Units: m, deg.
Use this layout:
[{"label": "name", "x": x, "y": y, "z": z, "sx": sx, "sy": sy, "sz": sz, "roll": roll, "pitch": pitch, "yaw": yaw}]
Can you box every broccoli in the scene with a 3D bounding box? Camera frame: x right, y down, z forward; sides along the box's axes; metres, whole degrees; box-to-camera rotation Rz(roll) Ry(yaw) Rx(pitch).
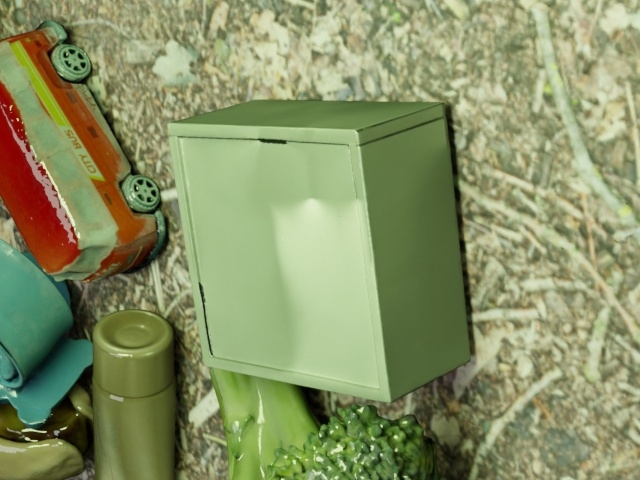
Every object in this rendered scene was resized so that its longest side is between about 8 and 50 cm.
[{"label": "broccoli", "x": -0.054, "y": 0.251, "z": 1.318, "sx": 0.302, "sy": 0.249, "sz": 0.375, "roll": 56, "pitch": 140, "yaw": 9}]

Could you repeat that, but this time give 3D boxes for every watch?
[{"label": "watch", "x": -0.336, "y": 0.078, "z": 1.534, "sx": 0.211, "sy": 0.211, "sz": 0.193, "roll": 46, "pitch": 158, "yaw": 22}]

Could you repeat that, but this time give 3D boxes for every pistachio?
[{"label": "pistachio", "x": -0.338, "y": 0.212, "z": 1.660, "sx": 0.153, "sy": 0.138, "sz": 0.238, "roll": 39, "pitch": 151, "yaw": -30}]

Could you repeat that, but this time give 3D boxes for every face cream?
[{"label": "face cream", "x": -0.197, "y": 0.232, "z": 1.578, "sx": 0.137, "sy": 0.084, "sz": 0.341, "roll": 27, "pitch": 129, "yaw": 31}]

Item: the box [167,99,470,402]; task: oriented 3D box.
[{"label": "box", "x": 0.000, "y": 0.000, "z": 1.269, "sx": 0.225, "sy": 0.117, "sz": 0.225, "roll": 6, "pitch": 110, "yaw": 43}]

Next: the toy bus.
[{"label": "toy bus", "x": -0.266, "y": -0.079, "z": 1.493, "sx": 0.121, "sy": 0.120, "sz": 0.265, "roll": -35, "pitch": 81, "yaw": 42}]
